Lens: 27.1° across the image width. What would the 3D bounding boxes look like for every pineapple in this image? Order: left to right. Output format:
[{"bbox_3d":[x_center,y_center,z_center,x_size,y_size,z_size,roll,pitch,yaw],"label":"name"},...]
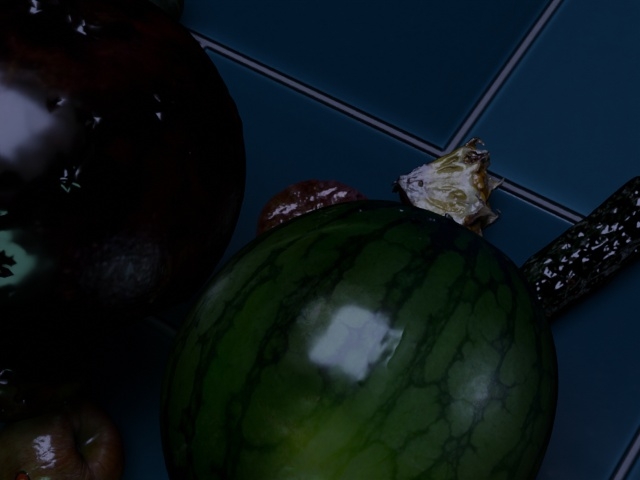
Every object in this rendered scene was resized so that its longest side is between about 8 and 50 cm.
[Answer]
[{"bbox_3d":[0.132,-0.042,1.406,0.116,0.069,0.137,11,63,12],"label":"pineapple"}]

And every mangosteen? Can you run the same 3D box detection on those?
[{"bbox_3d":[-0.280,-0.048,1.165,0.421,0.381,0.381,-39,58,20],"label":"mangosteen"}]

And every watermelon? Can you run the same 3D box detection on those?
[{"bbox_3d":[0.033,0.134,1.159,0.363,0.363,0.363,-3,59,5],"label":"watermelon"}]

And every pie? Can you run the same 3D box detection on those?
[{"bbox_3d":[0.000,0.000,1.415,0.154,0.036,0.154,-3,58,5],"label":"pie"}]

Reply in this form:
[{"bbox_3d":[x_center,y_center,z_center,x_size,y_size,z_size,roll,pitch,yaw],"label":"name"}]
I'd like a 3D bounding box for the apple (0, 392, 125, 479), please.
[{"bbox_3d":[-0.250,0.208,1.270,0.102,0.126,0.126,-28,50,36],"label":"apple"}]

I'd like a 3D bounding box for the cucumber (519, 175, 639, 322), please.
[{"bbox_3d":[0.239,0.035,1.346,0.300,0.072,0.072,-34,61,-11],"label":"cucumber"}]

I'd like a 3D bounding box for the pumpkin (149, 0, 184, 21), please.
[{"bbox_3d":[-0.238,-0.273,1.551,0.167,0.125,0.167,-15,28,8],"label":"pumpkin"}]
